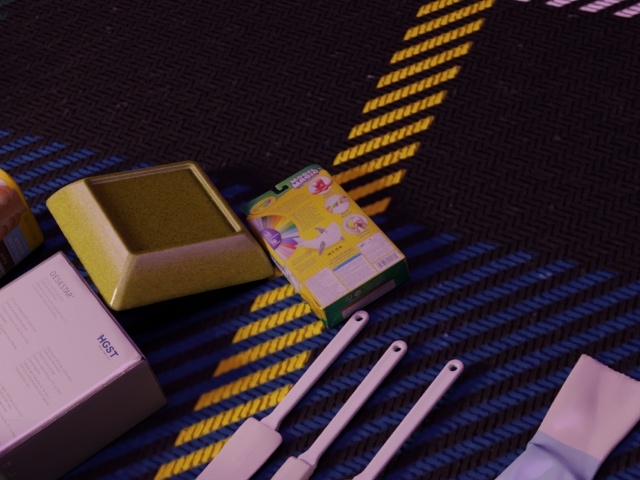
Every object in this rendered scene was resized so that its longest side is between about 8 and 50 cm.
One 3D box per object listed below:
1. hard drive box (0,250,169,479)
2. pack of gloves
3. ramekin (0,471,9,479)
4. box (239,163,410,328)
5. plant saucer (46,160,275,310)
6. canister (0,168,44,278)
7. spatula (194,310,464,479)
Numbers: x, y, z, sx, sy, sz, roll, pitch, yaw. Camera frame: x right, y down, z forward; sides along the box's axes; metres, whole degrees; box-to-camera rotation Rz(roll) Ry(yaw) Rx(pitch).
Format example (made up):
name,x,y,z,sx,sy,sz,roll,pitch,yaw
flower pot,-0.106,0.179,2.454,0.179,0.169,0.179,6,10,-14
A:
name,x,y,z,sx,sy,sz,roll,pitch,yaw
hard drive box,-0.298,0.147,1.250,0.232,0.089,0.181,-34,52,-14
pack of gloves,0.251,0.211,1.095,0.195,0.046,0.232,27,61,29
ramekin,-0.382,0.295,1.038,0.303,0.148,0.303,0,73,0
box,0.000,0.000,1.330,0.105,0.043,0.179,-31,53,-12
plant saucer,-0.166,-0.020,1.336,0.188,0.045,0.188,-12,44,-29
canister,-0.388,0.010,1.360,0.073,0.126,0.170,29,61,32
spatula,0.019,0.178,1.199,0.168,0.019,0.242,24,59,35
